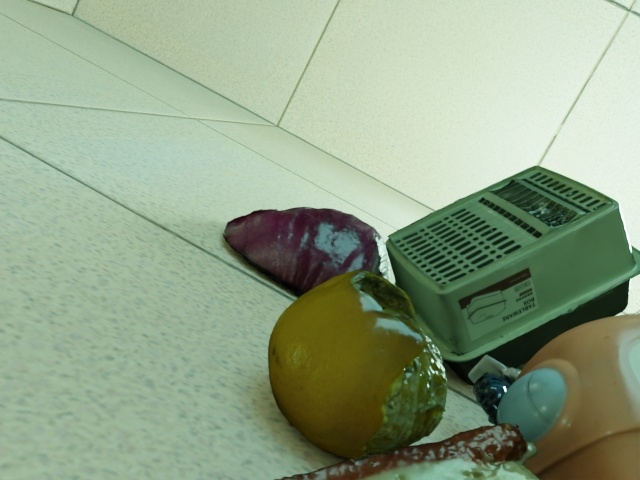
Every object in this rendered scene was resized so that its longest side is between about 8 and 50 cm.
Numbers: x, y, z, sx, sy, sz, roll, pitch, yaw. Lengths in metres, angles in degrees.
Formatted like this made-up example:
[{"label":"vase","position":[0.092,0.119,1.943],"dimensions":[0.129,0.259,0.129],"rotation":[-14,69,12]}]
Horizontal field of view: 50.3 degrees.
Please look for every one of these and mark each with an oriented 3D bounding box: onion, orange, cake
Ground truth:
[{"label":"onion","position":[0.000,0.000,0.939],"dimensions":[0.247,0.111,0.250],"rotation":[31,14,8]},{"label":"orange","position":[0.033,0.096,0.544],"dimensions":[0.156,0.134,0.156],"rotation":[16,20,-6]},{"label":"cake","position":[0.050,0.153,0.369],"dimensions":[0.220,0.117,0.086],"rotation":[21,19,-34]}]

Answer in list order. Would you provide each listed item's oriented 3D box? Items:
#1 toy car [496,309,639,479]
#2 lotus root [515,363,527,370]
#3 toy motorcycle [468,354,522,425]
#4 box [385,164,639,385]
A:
[{"label":"toy car","position":[0.233,0.164,0.470],"dimensions":[0.212,0.180,0.271],"rotation":[9,51,-17]},{"label":"lotus root","position":[0.347,0.174,0.946],"dimensions":[0.138,0.119,0.235],"rotation":[18,13,-40]},{"label":"toy motorcycle","position":[0.246,0.190,0.703],"dimensions":[0.239,0.108,0.204],"rotation":[51,13,-10]},{"label":"box","position":[0.242,0.039,0.882],"dimensions":[0.220,0.290,0.166],"rotation":[-127,-166,-62]}]
